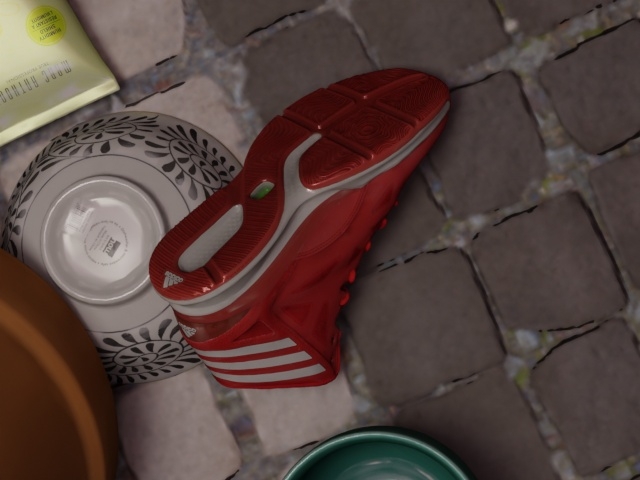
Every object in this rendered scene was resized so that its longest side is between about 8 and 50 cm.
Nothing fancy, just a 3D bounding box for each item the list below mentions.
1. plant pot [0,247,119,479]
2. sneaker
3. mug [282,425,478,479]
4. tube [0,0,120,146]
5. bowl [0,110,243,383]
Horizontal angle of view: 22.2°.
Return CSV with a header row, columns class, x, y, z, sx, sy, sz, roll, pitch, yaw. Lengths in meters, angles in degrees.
class,x,y,z,sx,sy,sz,roll,pitch,yaw
plant pot,-0.260,0.150,0.867,0.290,0.203,0.291,-1,110,-3
sneaker,0.000,0.000,0.972,0.221,0.128,0.087,-38,44,-21
mug,0.035,0.185,0.936,0.129,0.097,0.158,3,88,6
tube,-0.213,-0.182,1.008,0.070,0.062,0.240,-25,89,45
bowl,-0.121,0.001,0.974,0.170,0.080,0.170,0,86,5
